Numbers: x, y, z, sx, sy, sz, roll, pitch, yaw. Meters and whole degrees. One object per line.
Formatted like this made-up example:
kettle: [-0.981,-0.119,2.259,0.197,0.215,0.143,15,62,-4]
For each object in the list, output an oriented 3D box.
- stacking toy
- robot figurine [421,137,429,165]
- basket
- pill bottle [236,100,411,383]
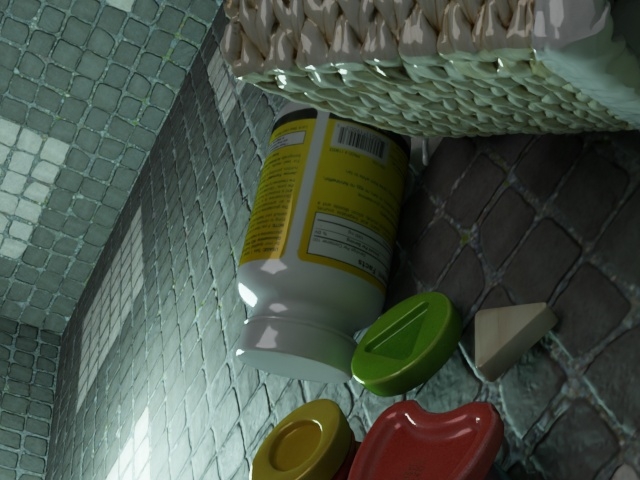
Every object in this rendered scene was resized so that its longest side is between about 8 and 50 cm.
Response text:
stacking toy: [0.105,0.195,0.767,0.279,0.130,0.309,-48,20,-22]
robot figurine: [0.154,-0.267,0.869,0.300,0.200,0.353,38,109,30]
basket: [0.130,-0.252,0.586,0.266,0.331,0.328,2,90,35]
pill bottle: [0.000,0.000,0.987,0.188,0.188,0.333,-25,48,58]
